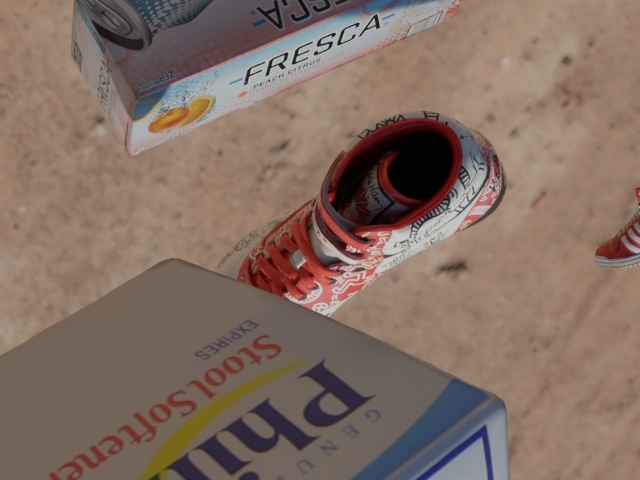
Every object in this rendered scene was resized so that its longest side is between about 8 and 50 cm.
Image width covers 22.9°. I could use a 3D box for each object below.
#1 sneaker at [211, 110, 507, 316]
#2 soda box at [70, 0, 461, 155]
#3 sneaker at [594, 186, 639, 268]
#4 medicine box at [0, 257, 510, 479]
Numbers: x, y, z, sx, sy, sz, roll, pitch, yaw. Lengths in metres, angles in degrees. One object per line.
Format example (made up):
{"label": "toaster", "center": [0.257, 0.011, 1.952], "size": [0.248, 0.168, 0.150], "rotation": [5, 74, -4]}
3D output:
{"label": "sneaker", "center": [0.000, -0.001, 1.103], "size": [0.270, 0.090, 0.145], "rotation": [-31, 166, 9]}
{"label": "soda box", "center": [-0.020, -0.109, 0.722], "size": [0.183, 0.063, 0.058], "rotation": [-25, 163, -20]}
{"label": "sneaker", "center": [0.255, -0.018, 1.247], "size": [0.042, 0.067, 0.118], "rotation": [-34, -170, -39]}
{"label": "medicine box", "center": [-0.072, 0.198, 0.495], "size": [0.263, 0.149, 0.289], "rotation": [-32, 128, -37]}
